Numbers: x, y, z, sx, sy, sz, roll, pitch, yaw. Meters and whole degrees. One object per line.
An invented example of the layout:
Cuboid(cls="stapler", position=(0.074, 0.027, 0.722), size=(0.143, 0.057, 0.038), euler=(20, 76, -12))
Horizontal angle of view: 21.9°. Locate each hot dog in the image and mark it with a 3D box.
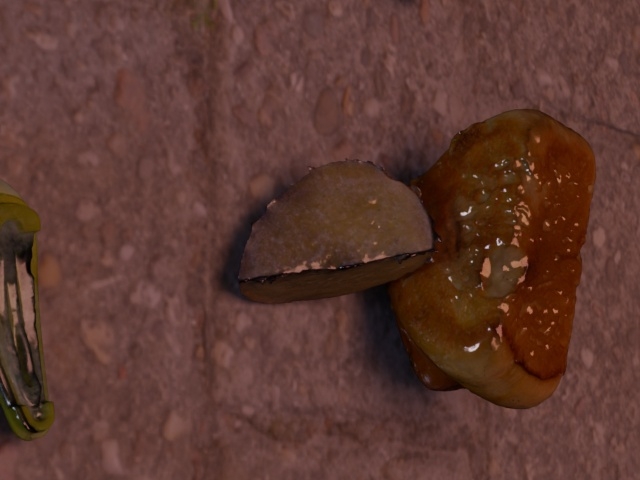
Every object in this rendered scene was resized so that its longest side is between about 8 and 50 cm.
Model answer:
Cuboid(cls="hot dog", position=(0.138, 0.016, 1.430), size=(0.150, 0.153, 0.257), euler=(30, 64, -43))

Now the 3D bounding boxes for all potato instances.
Cuboid(cls="potato", position=(0.000, 0.000, 1.362), size=(0.172, 0.089, 0.101), euler=(-13, 69, -15))

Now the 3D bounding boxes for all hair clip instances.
Cuboid(cls="hair clip", position=(-0.214, 0.046, 1.152), size=(0.060, 0.033, 0.188), euler=(-2, 82, -48))
